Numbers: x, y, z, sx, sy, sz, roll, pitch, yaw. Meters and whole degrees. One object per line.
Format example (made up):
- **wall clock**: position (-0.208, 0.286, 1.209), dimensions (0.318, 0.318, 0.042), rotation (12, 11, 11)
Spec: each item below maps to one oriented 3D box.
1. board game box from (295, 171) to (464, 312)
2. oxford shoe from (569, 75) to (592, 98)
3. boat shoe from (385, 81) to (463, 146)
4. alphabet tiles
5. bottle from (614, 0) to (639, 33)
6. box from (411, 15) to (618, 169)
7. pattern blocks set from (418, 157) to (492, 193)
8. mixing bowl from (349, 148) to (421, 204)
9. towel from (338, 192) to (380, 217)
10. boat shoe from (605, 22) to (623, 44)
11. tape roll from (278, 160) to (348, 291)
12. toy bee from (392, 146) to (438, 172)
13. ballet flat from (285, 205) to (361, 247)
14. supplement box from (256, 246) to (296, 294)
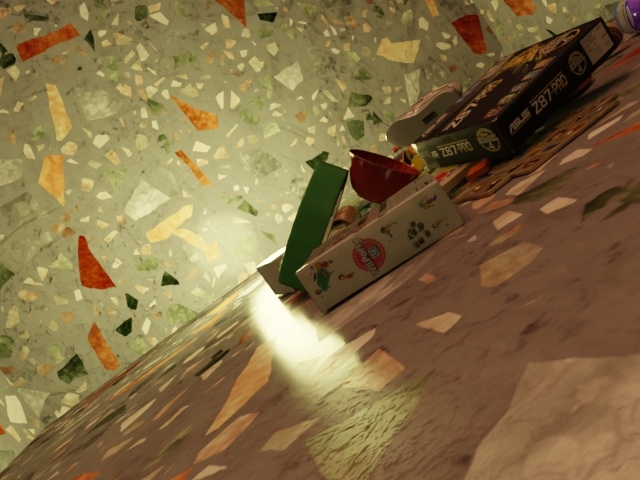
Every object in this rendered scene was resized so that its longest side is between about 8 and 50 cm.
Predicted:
- **board game box**: position (0.114, -0.005, 1.052), dimensions (0.303, 0.098, 0.224), rotation (-33, 4, 12)
- **oxford shoe**: position (0.663, -0.431, 1.501), dimensions (0.348, 0.122, 0.130), rotation (-51, -17, -54)
- **boat shoe**: position (0.301, -0.368, 1.564), dimensions (0.267, 0.096, 0.088), rotation (-36, 18, 46)
- **alphabet tiles**: position (0.426, -0.181, 1.093), dimensions (0.342, 0.011, 0.285), rotation (-36, 5, -10)
- **bottle**: position (0.980, -0.700, 1.638), dimensions (0.092, 0.118, 0.283), rotation (-24, 9, 20)
- **box**: position (0.447, -0.337, 1.277), dimensions (0.395, 0.097, 0.318), rotation (-43, 14, -15)
- **pattern blocks set**: position (0.300, -0.150, 1.286), dimensions (0.324, 0.026, 0.285), rotation (-37, 14, -7)
- **mixing bowl**: position (0.142, -0.148, 1.309), dimensions (0.181, 0.181, 0.098), rotation (-48, -23, -69)
- **towel**: position (0.149, -0.130, 2.162), dimensions (0.374, 0.090, 0.320), rotation (-33, 8, 29)
- **boat shoe**: position (0.776, -0.539, 1.690), dimensions (0.341, 0.123, 0.123), rotation (-24, 41, 44)
- **tape roll**: position (-0.016, -0.034, 1.341), dimensions (0.321, 0.077, 0.322), rotation (20, -90, -87)
- **toy bee**: position (0.274, -0.232, 1.797), dimensions (0.195, 0.162, 0.298), rotation (-35, 4, 27)
- **ballet flat**: position (0.000, 0.000, 1.916), dimensions (0.342, 0.116, 0.124), rotation (-30, 26, 22)
- **supplement box**: position (-0.097, 0.083, 1.593), dimensions (0.111, 0.114, 0.220), rotation (-36, 3, -19)
